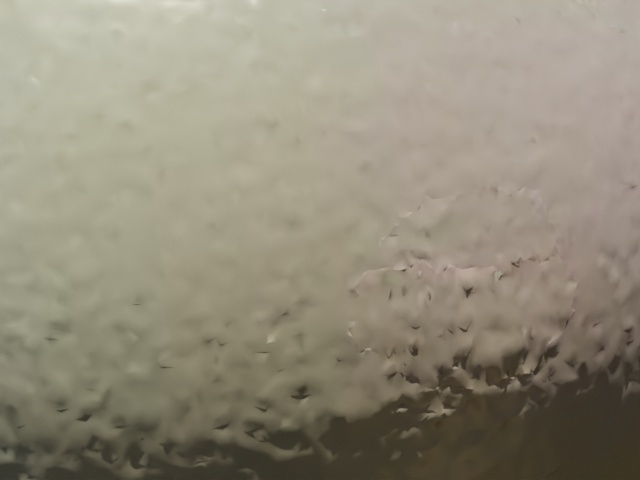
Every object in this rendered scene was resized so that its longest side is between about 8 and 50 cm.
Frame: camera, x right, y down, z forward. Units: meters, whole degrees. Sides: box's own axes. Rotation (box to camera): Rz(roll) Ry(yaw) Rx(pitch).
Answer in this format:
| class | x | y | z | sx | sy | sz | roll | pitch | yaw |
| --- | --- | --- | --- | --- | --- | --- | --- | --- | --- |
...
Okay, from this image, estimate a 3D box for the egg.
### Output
| class | x | y | z | sx | sy | sz | roll | pitch | yaw |
| --- | --- | --- | --- | --- | --- | --- | --- | --- | --- |
| egg | 0.000 | 0.000 | 0.676 | 0.340 | 0.354 | 0.354 | -5 | -30 | -11 |
